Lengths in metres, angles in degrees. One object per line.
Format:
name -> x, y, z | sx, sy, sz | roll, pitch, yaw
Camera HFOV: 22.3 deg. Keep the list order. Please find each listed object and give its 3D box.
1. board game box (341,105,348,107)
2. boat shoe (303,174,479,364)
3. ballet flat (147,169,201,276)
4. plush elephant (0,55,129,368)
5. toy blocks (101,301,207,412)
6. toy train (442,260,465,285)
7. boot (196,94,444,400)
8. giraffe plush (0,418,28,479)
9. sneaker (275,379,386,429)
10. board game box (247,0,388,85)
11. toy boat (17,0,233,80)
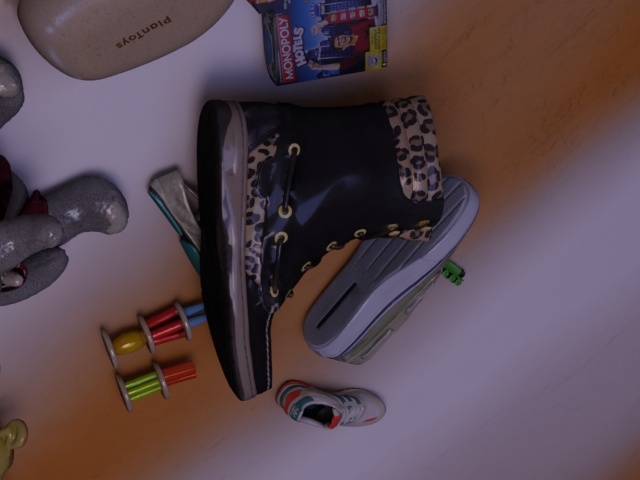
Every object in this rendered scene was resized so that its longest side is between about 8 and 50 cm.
board game box -> -0.022, -0.075, 2.028 | 0.170, 0.048, 0.141 | -20, 122, -11
boat shoe -> 0.101, 0.039, 2.115 | 0.302, 0.109, 0.094 | -46, 138, 15
ballet flat -> -0.154, -0.015, 2.003 | 0.052, 0.057, 0.168 | -37, 123, -13
plush elephant -> -0.385, -0.002, 1.797 | 0.330, 0.255, 0.272 | -32, 122, -4
toy blocks -> -0.193, 0.142, 2.064 | 0.148, 0.054, 0.123 | -20, 120, -12
toy train -> 0.164, 0.033, 2.173 | 0.083, 0.017, 0.023 | 36, 88, -31
boot -> 0.000, 0.000, 1.965 | 0.284, 0.138, 0.377 | -9, 107, -18
giraffe plush -> -0.430, 0.297, 1.998 | 0.181, 0.210, 0.170 | 4, 84, -19
sneaker -> 0.022, 0.234, 2.181 | 0.161, 0.075, 0.057 | 13, 109, -26
board game box -> -0.021, -0.288, 1.917 | 0.194, 0.060, 0.194 | -10, 118, -15
toy boat -> -0.223, -0.321, 1.747 | 0.267, 0.148, 0.318 | -24, 149, 2
